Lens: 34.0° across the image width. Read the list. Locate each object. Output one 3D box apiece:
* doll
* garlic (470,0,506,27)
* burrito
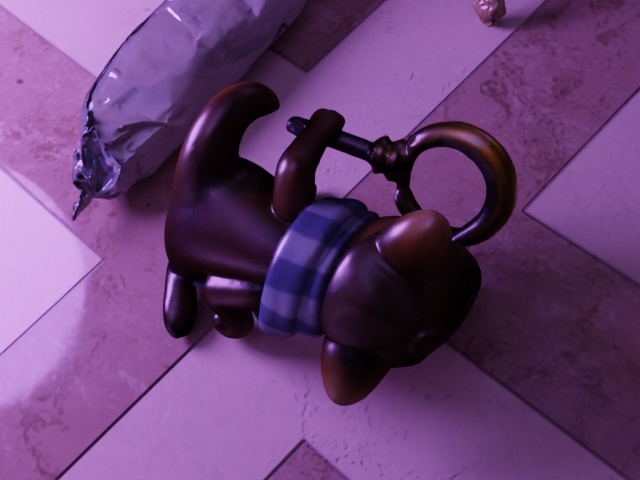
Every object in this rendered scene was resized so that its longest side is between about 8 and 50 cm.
[{"bbox_3d":[0.002,0.000,1.042,0.340,0.209,0.317,26,100,28],"label":"doll"},{"bbox_3d":[0.174,-0.376,1.224,0.245,0.245,0.253,-8,88,10],"label":"garlic"},{"bbox_3d":[-0.171,-0.204,1.248,0.139,0.101,0.445,34,72,14],"label":"burrito"}]
